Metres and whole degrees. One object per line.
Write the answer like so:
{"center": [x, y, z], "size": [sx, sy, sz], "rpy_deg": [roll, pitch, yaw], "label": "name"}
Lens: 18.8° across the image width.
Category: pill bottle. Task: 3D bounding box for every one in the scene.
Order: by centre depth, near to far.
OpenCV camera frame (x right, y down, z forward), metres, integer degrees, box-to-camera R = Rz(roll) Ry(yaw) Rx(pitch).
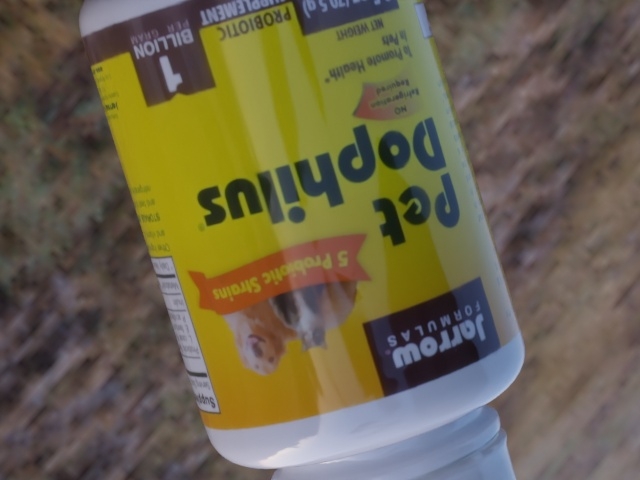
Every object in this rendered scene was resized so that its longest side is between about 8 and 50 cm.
{"center": [0.000, 0.000, 0.677], "size": [0.117, 0.215, 0.117], "rpy_deg": [-17, -174, 2], "label": "pill bottle"}
